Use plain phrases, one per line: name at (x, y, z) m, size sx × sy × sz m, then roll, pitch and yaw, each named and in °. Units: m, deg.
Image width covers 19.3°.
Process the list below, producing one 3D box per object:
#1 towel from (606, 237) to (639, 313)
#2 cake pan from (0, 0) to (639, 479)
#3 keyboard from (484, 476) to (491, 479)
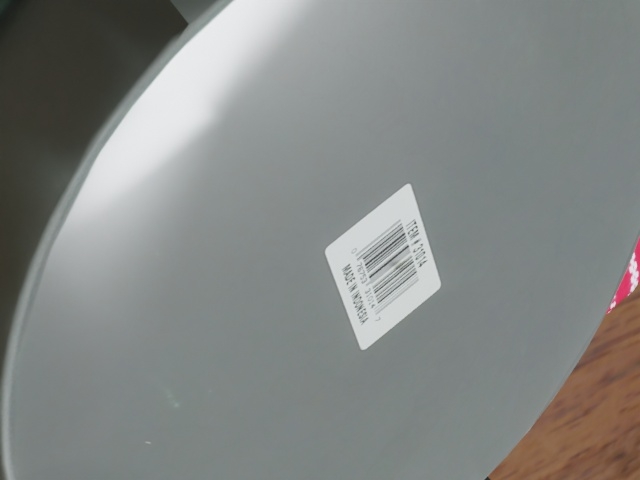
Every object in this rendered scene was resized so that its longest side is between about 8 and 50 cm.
towel at (0.115, -0.039, 0.761) m, size 0.275 × 0.031 × 0.198 m, roll -37°, pitch 140°, yaw -32°
cake pan at (0.000, 0.000, 0.577) m, size 0.293 × 0.054 × 0.293 m, roll -25°, pitch 134°, yaw -30°
keyboard at (-0.011, 0.143, 0.669) m, size 0.180 × 0.023 × 0.108 m, roll -41°, pitch -177°, yaw -16°
